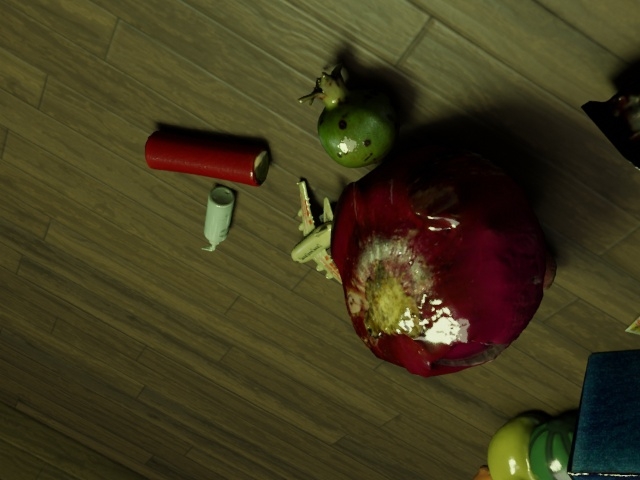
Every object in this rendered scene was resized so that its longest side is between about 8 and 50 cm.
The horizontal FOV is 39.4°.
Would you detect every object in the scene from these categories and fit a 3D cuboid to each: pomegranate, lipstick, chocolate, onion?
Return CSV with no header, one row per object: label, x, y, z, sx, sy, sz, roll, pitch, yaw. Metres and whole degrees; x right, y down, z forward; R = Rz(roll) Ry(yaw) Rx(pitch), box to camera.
pomegranate,0.046,-0.199,1.468,0.169,0.148,0.148,41,142,-5
lipstick,-0.218,-0.158,1.711,0.241,0.080,0.080,10,141,19
chocolate,0.511,-0.178,1.217,0.206,0.224,0.177,16,125,-30
onion,0.251,0.021,1.524,0.420,0.398,0.398,-9,157,-31

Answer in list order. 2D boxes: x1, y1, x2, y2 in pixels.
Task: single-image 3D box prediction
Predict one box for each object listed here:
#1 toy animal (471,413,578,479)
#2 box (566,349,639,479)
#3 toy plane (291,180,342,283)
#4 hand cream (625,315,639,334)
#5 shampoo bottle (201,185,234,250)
toy animal,0.495,0.490,2.023,0.338,0.216,0.191,-28,93,44
box,0.630,0.349,1.695,0.261,0.279,0.116,-9,132,37
toy plane,0.000,0.000,1.749,0.229,0.092,0.244,66,163,8
hand cream,0.610,0.154,1.685,0.035,0.022,0.102,13,147,2
shampoo bottle,-0.217,-0.036,1.882,0.056,0.056,0.195,22,145,3
